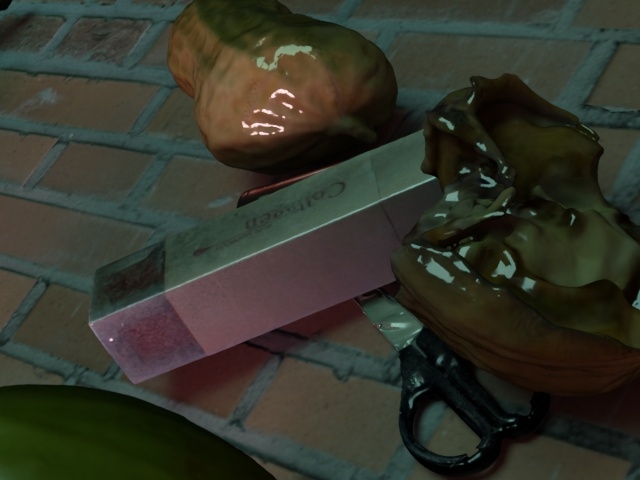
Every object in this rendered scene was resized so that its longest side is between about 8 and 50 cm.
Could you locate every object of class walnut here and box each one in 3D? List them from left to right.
[{"bbox_3d":[0.142,0.019,0.940,0.238,0.204,0.141,-72,5,-48],"label":"walnut"}]

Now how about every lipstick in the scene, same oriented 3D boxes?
[{"bbox_3d":[0.000,0.000,1.105,0.371,0.080,0.076,-23,34,12],"label":"lipstick"}]

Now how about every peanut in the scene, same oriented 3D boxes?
[{"bbox_3d":[-0.054,-0.143,1.272,0.159,0.143,0.291,-37,34,-13],"label":"peanut"}]

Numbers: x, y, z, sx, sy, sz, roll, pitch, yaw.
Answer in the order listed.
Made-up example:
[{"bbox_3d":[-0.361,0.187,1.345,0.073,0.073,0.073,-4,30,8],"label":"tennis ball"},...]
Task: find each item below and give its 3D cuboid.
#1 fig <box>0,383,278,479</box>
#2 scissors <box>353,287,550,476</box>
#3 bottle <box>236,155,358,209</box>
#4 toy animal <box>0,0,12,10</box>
[{"bbox_3d":[-0.148,0.223,0.843,0.316,0.316,0.316,-23,41,21],"label":"fig"},{"bbox_3d":[0.065,0.070,1.058,0.109,0.022,0.300,-38,37,-3],"label":"scissors"},{"bbox_3d":[0.013,-0.035,1.181,0.164,0.060,0.060,-16,44,28],"label":"bottle"},{"bbox_3d":[-0.494,-0.262,1.760,0.245,0.146,0.114,-40,36,-2],"label":"toy animal"}]
